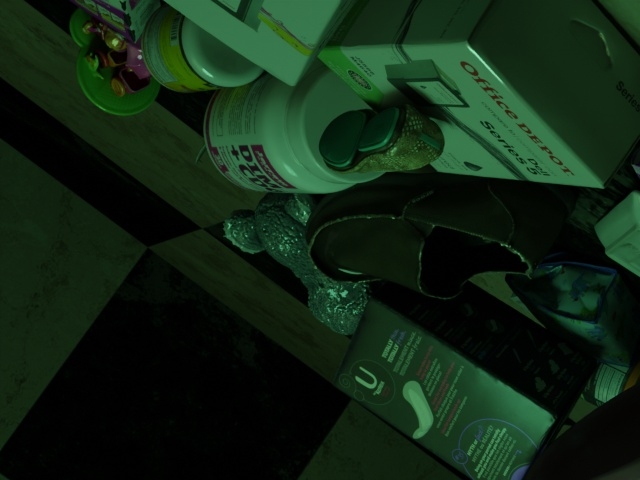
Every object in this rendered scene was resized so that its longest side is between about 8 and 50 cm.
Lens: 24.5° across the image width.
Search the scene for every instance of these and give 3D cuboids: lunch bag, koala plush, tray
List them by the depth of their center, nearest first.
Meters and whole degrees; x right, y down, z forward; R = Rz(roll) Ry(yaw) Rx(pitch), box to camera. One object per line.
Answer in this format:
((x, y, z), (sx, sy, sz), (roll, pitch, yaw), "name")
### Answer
((0.362, 0.015, 1.550), (0.145, 0.030, 0.270), (34, 175, 6), "tray")
((0.319, 0.084, 1.841), (0.151, 0.096, 0.129), (9, 154, 42), "lunch bag")
((0.000, 0.000, 1.946), (0.196, 0.203, 0.221), (-10, 150, 43), "koala plush")

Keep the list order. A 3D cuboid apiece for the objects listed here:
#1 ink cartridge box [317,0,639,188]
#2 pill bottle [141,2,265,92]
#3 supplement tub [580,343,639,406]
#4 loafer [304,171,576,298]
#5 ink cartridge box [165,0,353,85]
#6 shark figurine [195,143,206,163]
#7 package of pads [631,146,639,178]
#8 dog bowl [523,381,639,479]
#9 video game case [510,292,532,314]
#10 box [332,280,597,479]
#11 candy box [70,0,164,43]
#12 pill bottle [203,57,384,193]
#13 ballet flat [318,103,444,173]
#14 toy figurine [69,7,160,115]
((0.148, -0.157, 1.349), (0.198, 0.115, 0.273), (41, 166, -25), "ink cartridge box")
((-0.145, -0.239, 1.786), (0.117, 0.117, 0.215), (40, 167, -22), "pill bottle")
((0.400, 0.179, 1.960), (0.198, 0.106, 0.106), (26, 165, 34), "supplement tub")
((0.115, -0.002, 1.705), (0.366, 0.130, 0.134), (-14, 133, 42), "loafer")
((-0.030, -0.282, 1.158), (0.197, 0.198, 0.270), (35, 168, -2), "ink cartridge box")
((-0.081, -0.119, 2.089), (0.278, 0.116, 0.166), (25, 163, 29), "shark figurine")
((0.337, -0.057, 1.424), (0.050, 0.032, 0.083), (22, 162, 42), "package of pads")
((0.402, 0.249, 1.624), (0.150, 0.408, 0.408), (58, 166, -2), "dog bowl")
((0.334, 0.111, 2.092), (0.122, 0.011, 0.087), (37, 167, -8), "video game case")
((0.178, 0.166, 1.841), (0.270, 0.143, 0.165), (33, 127, 14), "box")
((-0.287, -0.355, 1.831), (0.159, 0.071, 0.233), (33, 168, 8), "candy box")
((-0.020, -0.136, 1.749), (0.160, 0.160, 0.283), (40, 166, -20), "pill bottle")
((0.060, -0.089, 1.417), (0.067, 0.073, 0.206), (24, 176, -18), "ballet flat")
((-0.264, -0.276, 2.054), (0.173, 0.130, 0.159), (61, 150, -4), "toy figurine")
